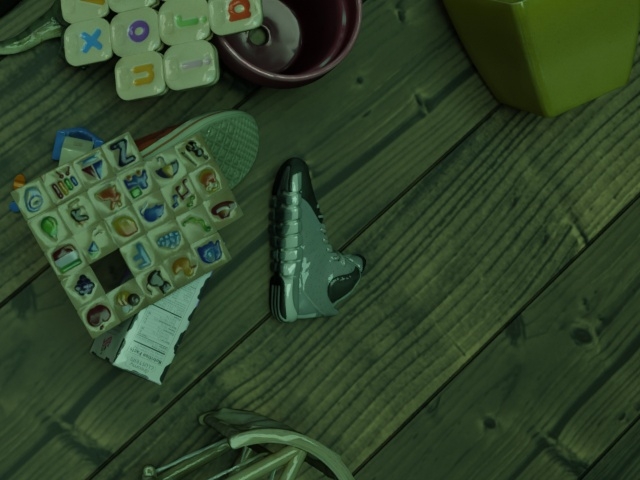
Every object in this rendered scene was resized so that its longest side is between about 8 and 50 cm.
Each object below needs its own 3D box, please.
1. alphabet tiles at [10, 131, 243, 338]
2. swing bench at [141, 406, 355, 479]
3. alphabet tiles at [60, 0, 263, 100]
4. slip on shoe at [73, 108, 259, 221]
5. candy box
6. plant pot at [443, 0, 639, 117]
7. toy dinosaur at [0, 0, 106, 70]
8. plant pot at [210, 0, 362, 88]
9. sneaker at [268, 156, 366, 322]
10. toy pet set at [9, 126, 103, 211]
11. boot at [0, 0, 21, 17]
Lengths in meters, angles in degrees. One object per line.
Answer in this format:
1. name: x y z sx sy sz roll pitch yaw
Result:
1. alphabet tiles: -0.218 -0.026 1.346 0.237 0.009 0.198 -30 100 -19
2. swing bench: -0.120 0.319 1.409 0.165 0.253 0.254 46 77 -8
3. alphabet tiles: -0.204 -0.322 1.403 0.278 0.021 0.284 -9 84 21
4. slip on shoe: -0.211 -0.096 1.460 0.331 0.101 0.123 -30 130 -37
5. candy box: -0.214 0.076 1.442 0.070 0.165 0.196 27 81 -20
6. plant pot: 0.327 -0.296 1.593 0.212 0.212 0.187 -25 115 -15
7. toy dinosaur: -0.323 -0.289 1.491 0.268 0.064 0.118 -38 82 -13
8. plant pot: -0.063 -0.293 1.498 0.202 0.180 0.201 1 87 -14
9. sneaker: 0.000 0.000 1.556 0.132 0.086 0.228 1 97 -20
10. toy pet set: -0.339 -0.090 1.487 0.122 0.065 0.114 12 119 -11
11. boot: -0.410 -0.395 1.436 0.115 0.112 0.305 41 98 6
